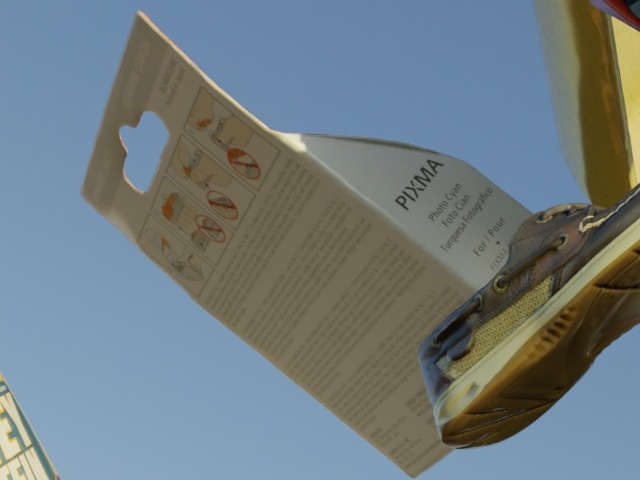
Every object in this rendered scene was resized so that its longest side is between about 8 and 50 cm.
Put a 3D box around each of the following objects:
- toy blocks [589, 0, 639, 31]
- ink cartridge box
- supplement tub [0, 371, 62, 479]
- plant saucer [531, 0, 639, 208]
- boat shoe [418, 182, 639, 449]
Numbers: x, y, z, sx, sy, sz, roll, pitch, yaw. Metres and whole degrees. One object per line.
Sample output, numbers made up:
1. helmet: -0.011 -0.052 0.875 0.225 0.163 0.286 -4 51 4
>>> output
1. toy blocks: 0.248 -0.248 0.673 0.261 0.381 0.190 -25 -45 37
2. ink cartridge box: 0.000 0.000 1.098 0.385 0.091 0.308 40 -29 3
3. supplement tub: -0.202 0.105 0.631 0.144 0.144 0.200 -28 -88 49
4. plant saucer: 0.229 -0.209 0.955 0.081 0.333 0.333 8 -52 36
5. boat shoe: 0.086 0.011 0.481 0.152 0.049 0.056 -46 -35 23
